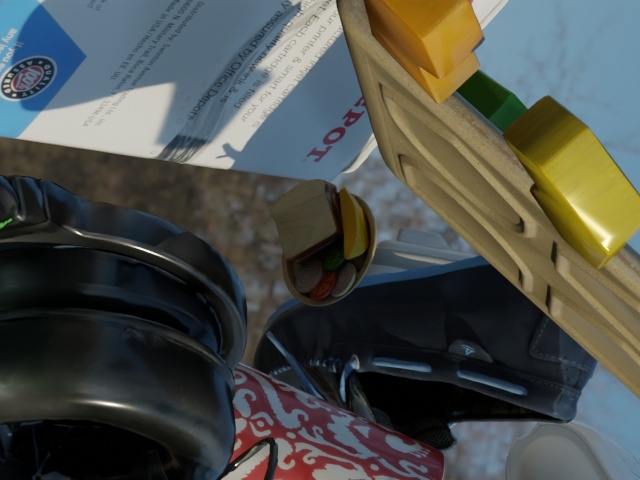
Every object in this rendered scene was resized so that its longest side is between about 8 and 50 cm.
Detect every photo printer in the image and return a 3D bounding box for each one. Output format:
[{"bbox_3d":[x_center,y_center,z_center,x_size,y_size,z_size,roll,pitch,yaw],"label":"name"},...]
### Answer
[{"bbox_3d":[0.293,0.307,1.667,0.107,0.256,0.307,-37,-125,12],"label":"photo printer"}]

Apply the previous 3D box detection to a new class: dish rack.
[{"bbox_3d":[0.192,0.053,1.745,0.285,0.333,0.072,53,47,-82],"label":"dish rack"}]

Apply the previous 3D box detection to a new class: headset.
[{"bbox_3d":[-0.110,0.114,0.689,0.394,0.185,0.243,23,59,-70],"label":"headset"}]

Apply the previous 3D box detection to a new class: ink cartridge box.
[{"bbox_3d":[-0.078,-0.204,1.289,0.285,0.395,0.166,-46,-125,32],"label":"ink cartridge box"}]

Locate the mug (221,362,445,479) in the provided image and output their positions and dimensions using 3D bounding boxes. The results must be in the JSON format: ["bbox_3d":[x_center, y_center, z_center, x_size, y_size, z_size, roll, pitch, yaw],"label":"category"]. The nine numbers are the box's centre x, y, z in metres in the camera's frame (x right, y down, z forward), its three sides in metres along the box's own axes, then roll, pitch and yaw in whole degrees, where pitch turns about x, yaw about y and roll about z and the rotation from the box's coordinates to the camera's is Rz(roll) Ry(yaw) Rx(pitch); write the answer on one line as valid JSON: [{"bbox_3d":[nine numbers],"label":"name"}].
[{"bbox_3d":[-0.029,0.150,1.056,0.113,0.169,0.150,-80,-169,-68],"label":"mug"}]

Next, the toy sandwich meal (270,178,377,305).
[{"bbox_3d":[0.000,0.000,1.161,0.085,0.029,0.085,-18,-119,35],"label":"toy sandwich meal"}]

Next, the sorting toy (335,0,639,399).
[{"bbox_3d":[0.090,-0.008,0.657,0.041,0.229,0.307,-42,168,-3],"label":"sorting toy"}]

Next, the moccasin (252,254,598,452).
[{"bbox_3d":[0.051,0.092,1.248,0.342,0.137,0.117,-24,-129,56],"label":"moccasin"}]
